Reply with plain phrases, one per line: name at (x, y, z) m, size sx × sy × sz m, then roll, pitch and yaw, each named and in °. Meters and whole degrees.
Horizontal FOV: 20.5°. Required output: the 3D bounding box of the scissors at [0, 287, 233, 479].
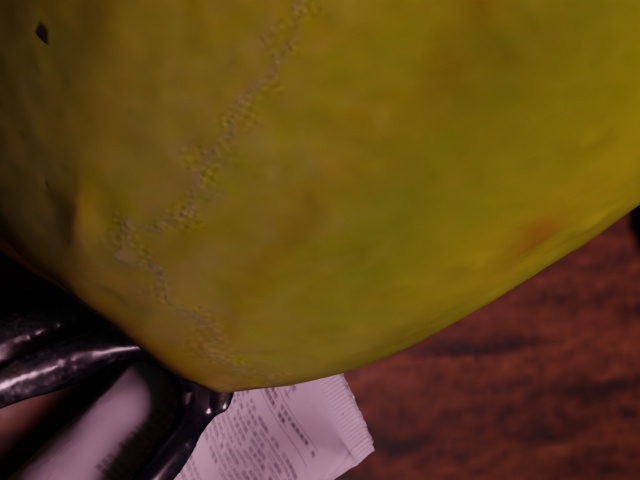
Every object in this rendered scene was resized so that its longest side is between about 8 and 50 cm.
scissors at (0.000, 0.000, 0.520) m, size 0.300 × 0.022 × 0.109 m, roll -21°, pitch 76°, yaw -29°

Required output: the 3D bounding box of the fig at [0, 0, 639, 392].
fig at (0.021, -0.119, 0.420) m, size 0.258 × 0.258 × 0.326 m, roll 21°, pitch 104°, yaw -31°

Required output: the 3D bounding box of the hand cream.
hand cream at (-0.045, 0.067, 0.516) m, size 0.142 × 0.053 × 0.084 m, roll -40°, pitch 116°, yaw -38°
